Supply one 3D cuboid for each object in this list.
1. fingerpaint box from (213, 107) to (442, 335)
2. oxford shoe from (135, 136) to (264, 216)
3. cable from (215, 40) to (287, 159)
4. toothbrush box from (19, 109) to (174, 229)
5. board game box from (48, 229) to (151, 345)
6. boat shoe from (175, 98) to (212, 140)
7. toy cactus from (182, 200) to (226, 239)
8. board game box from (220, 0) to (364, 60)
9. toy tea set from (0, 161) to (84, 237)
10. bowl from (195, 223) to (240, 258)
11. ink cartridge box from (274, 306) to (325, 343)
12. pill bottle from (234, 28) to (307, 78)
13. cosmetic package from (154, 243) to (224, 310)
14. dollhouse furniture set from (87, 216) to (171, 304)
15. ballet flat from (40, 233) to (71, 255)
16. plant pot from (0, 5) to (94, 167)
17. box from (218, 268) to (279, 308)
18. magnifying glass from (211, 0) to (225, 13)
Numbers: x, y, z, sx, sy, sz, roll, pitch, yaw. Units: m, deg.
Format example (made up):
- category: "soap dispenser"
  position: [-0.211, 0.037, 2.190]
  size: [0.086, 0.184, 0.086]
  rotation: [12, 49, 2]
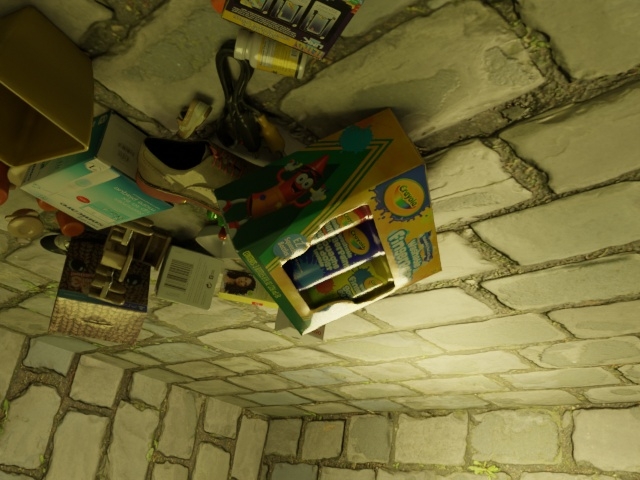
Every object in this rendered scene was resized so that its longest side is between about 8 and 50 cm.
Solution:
- category: "fingerpaint box"
  position: [0.044, -0.009, 1.262]
  size: [0.371, 0.163, 0.444]
  rotation: [-25, 148, 0]
- category: "oxford shoe"
  position: [-0.202, -0.131, 1.231]
  size: [0.348, 0.123, 0.130]
  rotation: [7, 147, -11]
- category: "cable"
  position: [-0.151, -0.263, 1.143]
  size: [0.140, 0.072, 0.287]
  rotation: [17, 145, 23]
- category: "toothbrush box"
  position: [-0.492, -0.147, 1.365]
  size: [0.296, 0.126, 0.216]
  rotation: [-10, 148, 35]
- category: "board game box"
  position: [-0.616, 0.129, 1.710]
  size: [0.232, 0.291, 0.141]
  rotation: [14, 125, -22]
- category: "boat shoe"
  position: [-0.260, -0.243, 1.198]
  size: [0.045, 0.050, 0.135]
  rotation: [38, 145, -19]
- category: "toy cactus"
  position: [-0.248, -0.098, 1.431]
  size: [0.219, 0.112, 0.180]
  rotation: [24, 141, -11]
- category: "board game box"
  position: [-0.040, -0.348, 0.867]
  size: [0.170, 0.048, 0.141]
  rotation: [18, 153, -20]
- category: "toy tea set"
  position: [-0.749, -0.120, 1.553]
  size: [0.200, 0.124, 0.336]
  rotation: [-22, 148, -5]
- category: "bowl"
  position: [-0.252, -0.002, 1.655]
  size: [0.142, 0.053, 0.142]
  rotation: [-5, 150, 25]
- category: "ink cartridge box"
  position: [-0.051, 0.203, 1.842]
  size: [0.140, 0.190, 0.082]
  rotation: [27, 148, -32]
- category: "pill bottle"
  position: [-0.080, -0.309, 0.985]
  size: [0.116, 0.065, 0.065]
  rotation: [13, 153, -6]
- category: "cosmetic package"
  position: [-0.382, 0.103, 1.731]
  size: [0.152, 0.151, 0.184]
  rotation: [18, 177, -17]
- category: "dollhouse furniture set"
  position: [-0.493, 0.039, 1.606]
  size: [0.161, 0.212, 0.242]
  rotation: [21, -168, -21]
- category: "ballet flat"
  position: [-0.739, 0.014, 1.824]
  size: [0.203, 0.074, 0.074]
  rotation: [19, 152, -18]
- category: "plant pot"
  position: [-0.525, -0.276, 1.051]
  size: [0.212, 0.187, 0.212]
  rotation: [-6, 150, 29]
- category: "box"
  position: [-0.203, 0.160, 1.922]
  size: [0.232, 0.087, 0.058]
  rotation: [11, 153, -7]
- category: "magnifying glass"
  position: [-0.062, -0.381, 0.888]
  size: [0.231, 0.026, 0.092]
  rotation: [-8, 149, 27]
